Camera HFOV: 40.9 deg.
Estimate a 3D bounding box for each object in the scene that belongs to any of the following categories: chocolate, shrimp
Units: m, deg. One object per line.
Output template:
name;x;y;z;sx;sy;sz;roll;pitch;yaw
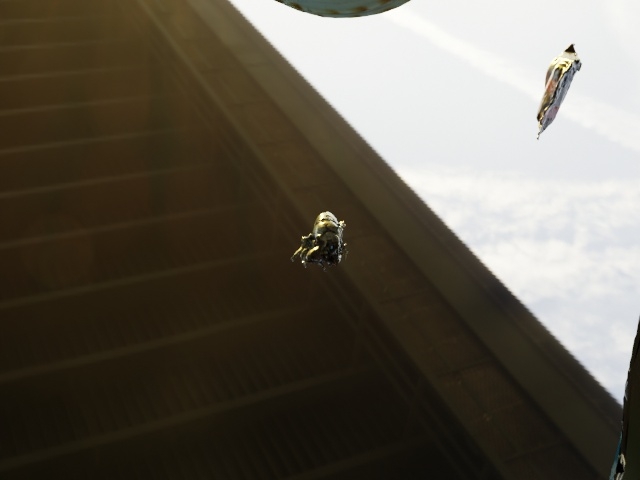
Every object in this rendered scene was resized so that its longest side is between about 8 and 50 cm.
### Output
chocolate;0.243;-0.159;0.888;0.028;0.086;0.182;21;-155;6
shrimp;-0.001;-0.005;1.283;0.082;0.076;0.174;-8;-163;5

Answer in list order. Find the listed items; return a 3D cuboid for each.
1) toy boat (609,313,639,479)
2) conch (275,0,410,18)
toy boat;0.185;0.090;0.314;0.134;0.299;0.092;12;179;44
conch;0.062;-0.358;0.896;0.215;0.303;0.319;42;-148;21
